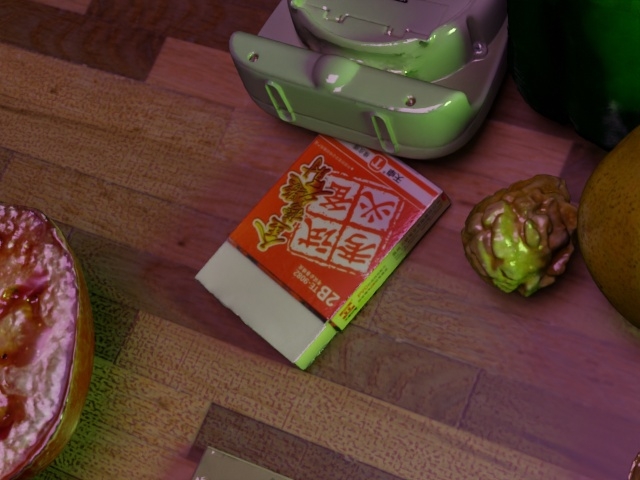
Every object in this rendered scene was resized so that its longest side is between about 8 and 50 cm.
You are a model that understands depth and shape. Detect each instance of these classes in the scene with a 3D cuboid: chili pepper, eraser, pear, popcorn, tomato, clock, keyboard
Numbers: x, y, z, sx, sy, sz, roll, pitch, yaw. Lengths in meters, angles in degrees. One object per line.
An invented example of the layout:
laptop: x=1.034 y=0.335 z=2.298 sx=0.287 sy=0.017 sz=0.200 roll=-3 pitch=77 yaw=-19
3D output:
chili pepper: x=0.285 y=-0.222 z=1.191 sx=0.249 sy=0.256 sz=0.233 roll=15 pitch=69 yaw=27
eraser: x=0.000 y=0.000 z=1.318 sx=0.157 sy=0.038 sz=0.230 roll=38 pitch=85 yaw=29
pear: x=0.325 y=-0.014 z=1.129 sx=0.198 sy=0.198 sz=0.198 roll=-7 pitch=67 yaw=17
popcorn: x=0.192 y=-0.001 z=1.211 sx=0.116 sy=0.121 sz=0.106 roll=-17 pitch=98 yaw=20
tomato: x=-0.369 y=0.130 z=1.340 sx=0.339 sy=0.144 sz=0.338 roll=-5 pitch=72 yaw=16
clock: x=0.079 y=-0.253 z=1.337 sx=0.265 sy=0.108 sz=0.324 roll=17 pitch=67 yaw=24
keyboard: x=-0.051 y=0.252 z=1.247 sx=0.166 sy=0.017 sz=0.055 roll=17 pitch=71 yaw=25

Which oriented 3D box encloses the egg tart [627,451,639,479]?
egg tart: x=0.326 y=0.216 z=1.106 sx=0.130 sy=0.052 sz=0.130 roll=-9 pitch=65 yaw=19
